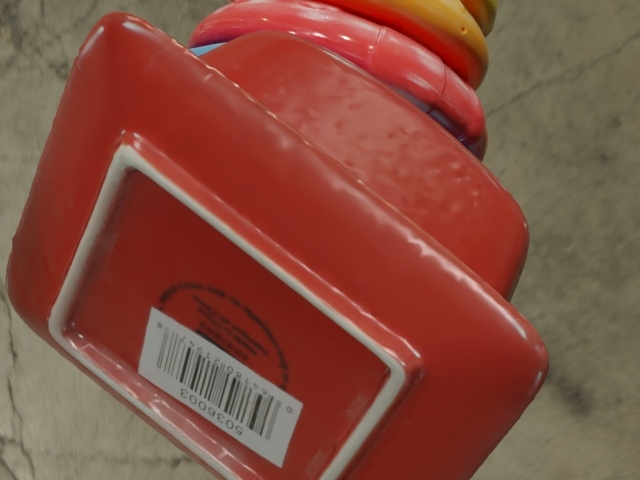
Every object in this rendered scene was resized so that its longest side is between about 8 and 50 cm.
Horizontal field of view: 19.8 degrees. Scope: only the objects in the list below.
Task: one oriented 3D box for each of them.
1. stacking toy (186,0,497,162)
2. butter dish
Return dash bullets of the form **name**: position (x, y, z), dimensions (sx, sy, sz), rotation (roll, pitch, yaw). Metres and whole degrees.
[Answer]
- **stacking toy**: position (0.042, -0.162, 0.965), dimensions (0.175, 0.166, 0.302), rotation (32, 71, -31)
- **butter dish**: position (0.000, 0.000, 0.570), dimensions (0.160, 0.160, 0.118), rotation (37, 50, 6)
